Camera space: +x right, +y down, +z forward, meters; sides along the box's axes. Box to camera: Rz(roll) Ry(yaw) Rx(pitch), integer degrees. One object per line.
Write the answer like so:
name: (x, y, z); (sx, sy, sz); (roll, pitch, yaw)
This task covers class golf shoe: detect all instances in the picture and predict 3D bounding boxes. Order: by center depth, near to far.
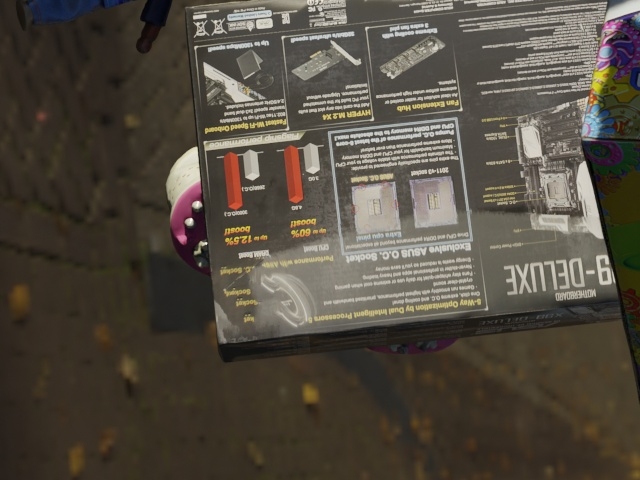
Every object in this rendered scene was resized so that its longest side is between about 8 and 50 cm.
golf shoe: (0.000, 0.000, 1.722); (0.306, 0.115, 0.140); (27, 14, -27)

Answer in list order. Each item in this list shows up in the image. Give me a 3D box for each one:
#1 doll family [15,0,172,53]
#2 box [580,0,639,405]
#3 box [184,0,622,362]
doll family: (-0.116, -0.194, 1.018); (0.076, 0.111, 0.193); (-139, -142, -62)
box: (0.252, -0.064, 0.978); (0.290, 0.177, 0.279); (67, 32, -51)
box: (0.070, -0.054, 1.364); (0.076, 0.307, 0.243); (86, -3, -76)
